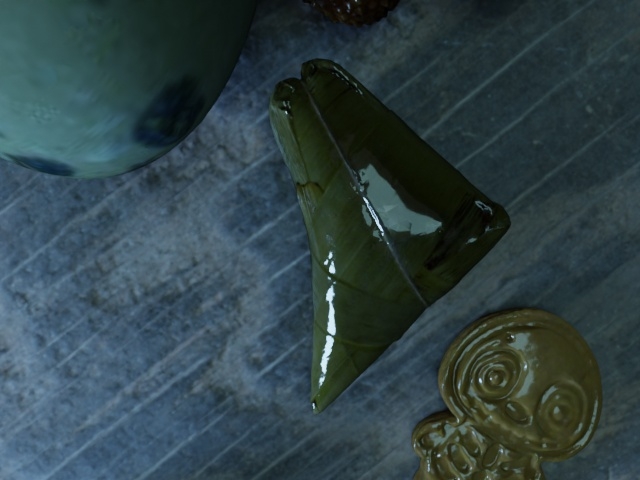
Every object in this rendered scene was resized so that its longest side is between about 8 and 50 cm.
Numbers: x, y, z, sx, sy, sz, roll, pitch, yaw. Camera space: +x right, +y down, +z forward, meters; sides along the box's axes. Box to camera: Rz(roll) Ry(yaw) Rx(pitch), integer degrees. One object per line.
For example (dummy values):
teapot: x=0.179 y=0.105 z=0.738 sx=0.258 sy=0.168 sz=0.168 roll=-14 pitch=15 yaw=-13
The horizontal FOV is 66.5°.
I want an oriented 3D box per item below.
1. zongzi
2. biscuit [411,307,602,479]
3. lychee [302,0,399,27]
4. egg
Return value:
zongzi: x=0.000 y=0.000 z=0.521 sx=0.274 sy=0.145 sz=0.300 roll=43 pitch=97 yaw=1
biscuit: x=0.217 y=0.219 z=0.586 sx=0.202 sy=0.044 sz=0.288 roll=33 pitch=89 yaw=-3
lychee: x=0.029 y=-0.321 z=0.480 sx=0.194 sy=0.194 sz=0.194 roll=0 pitch=93 yaw=-2
egg: x=-0.212 y=-0.255 z=0.388 sx=0.345 sy=0.345 sz=0.428 roll=-3 pitch=116 yaw=-2
